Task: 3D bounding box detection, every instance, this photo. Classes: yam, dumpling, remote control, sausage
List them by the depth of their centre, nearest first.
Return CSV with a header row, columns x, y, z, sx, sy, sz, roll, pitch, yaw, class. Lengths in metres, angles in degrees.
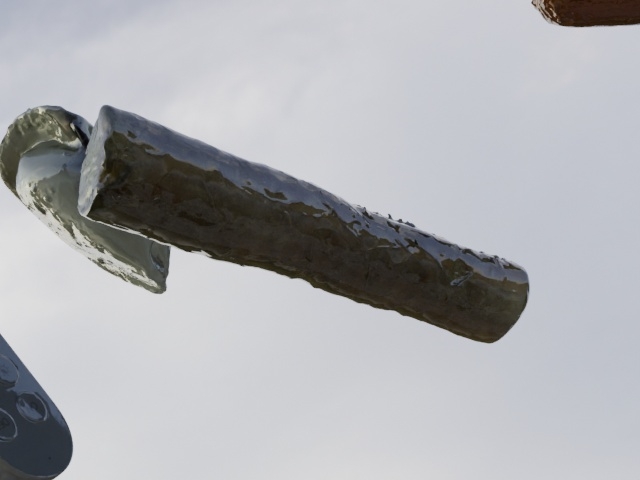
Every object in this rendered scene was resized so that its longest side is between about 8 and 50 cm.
x,y,z,sx,sy,sz,roll,pitch,yaw,class
-0.242,0.054,0.719,0.022,0.245,0.077,-40,-4,20,remote control
0.000,0.000,0.813,0.356,0.081,0.081,20,-48,-23,yam
-0.200,-0.034,0.995,0.176,0.092,0.150,36,-26,-31,dumpling
0.302,-0.244,1.107,0.197,0.076,0.076,-5,-36,4,sausage
